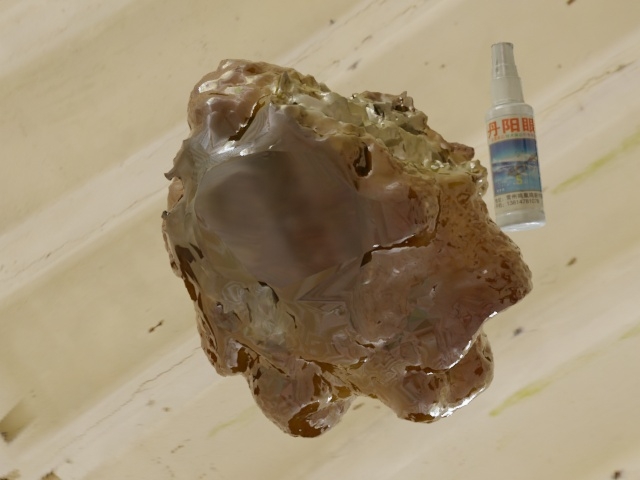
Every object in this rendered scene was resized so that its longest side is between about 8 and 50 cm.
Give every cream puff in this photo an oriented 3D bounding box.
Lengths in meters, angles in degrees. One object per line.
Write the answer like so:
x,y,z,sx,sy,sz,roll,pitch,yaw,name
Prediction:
0.000,0.000,0.637,0.155,0.241,0.269,-11,-106,-58,cream puff

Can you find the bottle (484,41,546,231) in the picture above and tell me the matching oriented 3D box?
0.218,-0.120,1.125,0.060,0.060,0.217,-1,-100,-23,bottle
